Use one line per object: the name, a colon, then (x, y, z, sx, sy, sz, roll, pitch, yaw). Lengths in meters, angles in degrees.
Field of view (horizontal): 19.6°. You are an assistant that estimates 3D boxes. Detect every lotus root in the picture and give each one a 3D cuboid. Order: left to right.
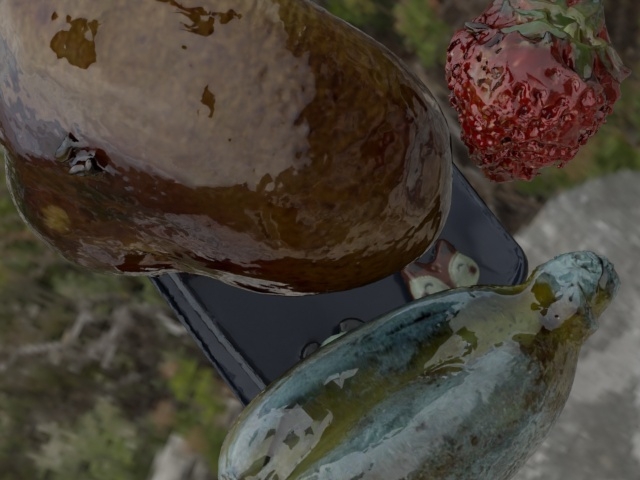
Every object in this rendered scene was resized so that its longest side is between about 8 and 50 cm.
lotus root: (0.080, 0.121, 1.323, 0.322, 0.140, 0.158, -32, 50, -11)

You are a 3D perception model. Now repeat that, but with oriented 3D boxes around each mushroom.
mushroom: (-0.079, -0.105, 1.241, 0.345, 0.345, 0.259, 1, 66, 36)

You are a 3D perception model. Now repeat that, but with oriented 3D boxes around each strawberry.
strawberry: (0.201, -0.148, 1.831, 0.187, 0.184, 0.201, 59, 141, 38)

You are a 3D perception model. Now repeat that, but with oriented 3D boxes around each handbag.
handbag: (0.000, 0.000, 1.775, 0.303, 0.329, 0.122, -38, 4, -23)
